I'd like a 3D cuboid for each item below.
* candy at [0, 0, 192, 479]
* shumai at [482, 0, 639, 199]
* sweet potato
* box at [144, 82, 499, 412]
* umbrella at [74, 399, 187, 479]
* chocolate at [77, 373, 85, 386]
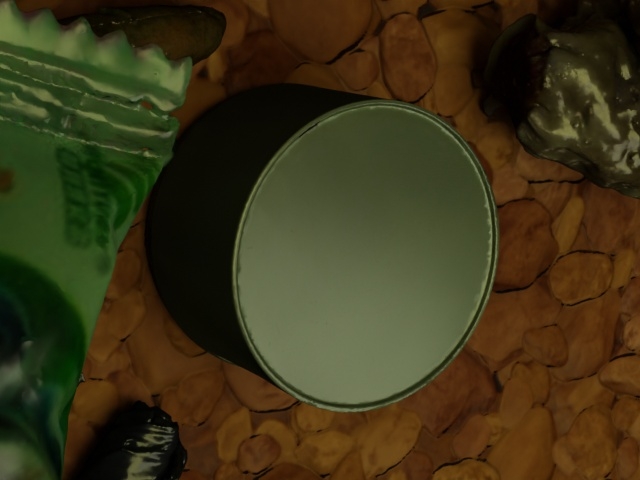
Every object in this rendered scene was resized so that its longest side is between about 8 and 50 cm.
[{"bbox_3d":[-0.226,0.041,0.951,0.263,0.172,0.397,11,93,-39],"label":"candy"},{"bbox_3d":[0.231,-0.112,1.266,0.185,0.184,0.218,-14,125,8],"label":"shumai"},{"bbox_3d":[-0.177,-0.124,1.045,0.273,0.075,0.075,-19,109,-27],"label":"sweet potato"},{"bbox_3d":[0.000,0.000,1.131,0.226,0.149,0.226,-7,103,-30],"label":"box"},{"bbox_3d":[-0.182,0.232,1.121,0.071,0.071,0.248,42,77,-30],"label":"umbrella"},{"bbox_3d":[-0.226,0.043,1.078,0.086,0.028,0.182,-30,116,-29],"label":"chocolate"}]
